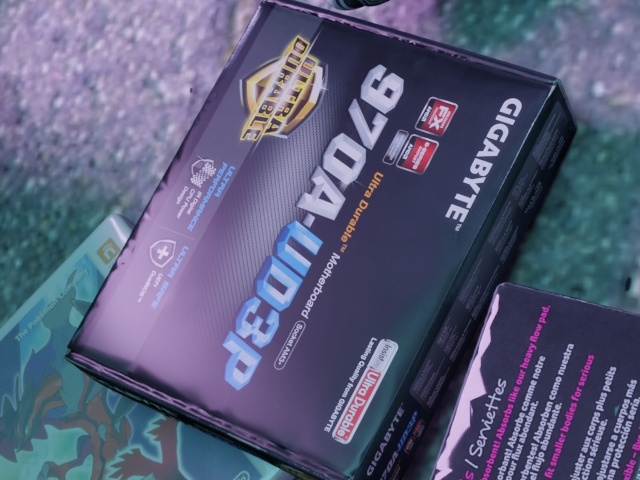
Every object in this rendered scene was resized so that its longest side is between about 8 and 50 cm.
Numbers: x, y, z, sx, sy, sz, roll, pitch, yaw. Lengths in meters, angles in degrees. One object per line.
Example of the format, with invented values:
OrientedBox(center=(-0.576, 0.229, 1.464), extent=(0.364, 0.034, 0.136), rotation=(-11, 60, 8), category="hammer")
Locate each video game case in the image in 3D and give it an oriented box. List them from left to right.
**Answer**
OrientedBox(center=(-0.126, 0.114, 0.828), extent=(0.201, 0.023, 0.183), rotation=(-46, 60, 6), category="video game case")

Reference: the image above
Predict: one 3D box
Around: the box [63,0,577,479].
OrientedBox(center=(0.000, 0.000, 0.775), extent=(0.175, 0.051, 0.220), rotation=(21, 75, 29), category="box")

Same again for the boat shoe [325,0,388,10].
OrientedBox(center=(0.087, -0.164, 0.782), extent=(0.183, 0.065, 0.083), rotation=(-40, 62, -6), category="boat shoe")

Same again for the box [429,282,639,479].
OrientedBox(center=(0.116, 0.164, 0.617), extent=(0.142, 0.163, 0.247), rotation=(16, 80, 32), category="box")
